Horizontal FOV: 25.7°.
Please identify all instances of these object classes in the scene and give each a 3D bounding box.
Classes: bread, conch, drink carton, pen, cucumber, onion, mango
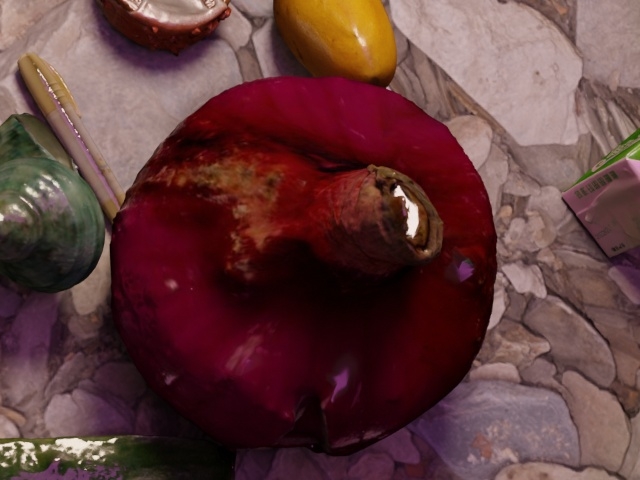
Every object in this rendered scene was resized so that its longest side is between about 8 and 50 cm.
[{"bbox_3d":[-0.170,-0.285,1.528,0.160,0.073,0.160,6,73,-21],"label":"bread"},{"bbox_3d":[-0.282,-0.034,1.371,0.122,0.188,0.176,-14,101,-14],"label":"conch"},{"bbox_3d":[0.433,-0.105,1.636,0.271,0.161,0.108,-38,90,-23],"label":"drink carton"},{"bbox_3d":[-0.249,-0.098,1.476,0.040,0.032,0.233,-31,89,-47],"label":"pen"},{"bbox_3d":[-0.225,0.252,1.355,0.325,0.105,0.145,1,75,-21],"label":"cucumber"},{"bbox_3d":[0.000,0.000,1.326,0.398,0.420,0.398,3,71,-9],"label":"onion"},{"bbox_3d":[0.020,-0.227,1.518,0.112,0.145,0.219,-23,43,-4],"label":"mango"}]
